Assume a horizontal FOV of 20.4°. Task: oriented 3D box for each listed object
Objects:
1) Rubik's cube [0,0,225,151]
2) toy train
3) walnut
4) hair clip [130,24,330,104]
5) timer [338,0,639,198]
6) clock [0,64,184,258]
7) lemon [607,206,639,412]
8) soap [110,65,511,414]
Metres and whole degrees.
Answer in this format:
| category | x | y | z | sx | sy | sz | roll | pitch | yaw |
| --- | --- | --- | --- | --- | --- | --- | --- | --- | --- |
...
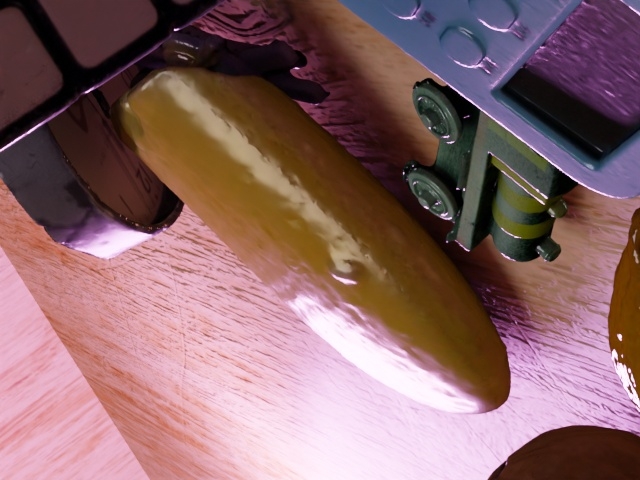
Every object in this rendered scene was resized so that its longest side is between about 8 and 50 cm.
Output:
| category | x | y | z | sx | sy | sz | roll | pitch | yaw |
| --- | --- | --- | --- | --- | --- | --- | --- | --- | --- |
| Rubik's cube | -0.242 | -0.283 | 1.321 | 0.337 | 0.343 | 0.344 | 58 | 162 | -16 |
| toy train | 0.129 | -0.055 | 1.256 | 0.132 | 0.083 | 0.200 | 42 | 160 | 21 |
| walnut | 0.219 | 0.260 | 1.413 | 0.228 | 0.228 | 0.228 | 45 | 160 | 22 |
| hair clip | -0.101 | -0.153 | 1.613 | 0.278 | 0.090 | 0.137 | 28 | 158 | 52 |
| timer | 0.114 | -0.131 | 0.955 | 0.250 | 0.091 | 0.232 | 47 | 161 | 4 |
| clock | -0.230 | -0.144 | 1.672 | 0.325 | 0.067 | 0.325 | 52 | -154 | -39 |
| lemon | 0.258 | 0.055 | 0.963 | 0.256 | 0.188 | 0.188 | 40 | 167 | -22 |
| soap | 0.002 | -0.003 | 1.562 | 0.427 | 0.115 | 0.306 | 45 | 161 | -11 |
